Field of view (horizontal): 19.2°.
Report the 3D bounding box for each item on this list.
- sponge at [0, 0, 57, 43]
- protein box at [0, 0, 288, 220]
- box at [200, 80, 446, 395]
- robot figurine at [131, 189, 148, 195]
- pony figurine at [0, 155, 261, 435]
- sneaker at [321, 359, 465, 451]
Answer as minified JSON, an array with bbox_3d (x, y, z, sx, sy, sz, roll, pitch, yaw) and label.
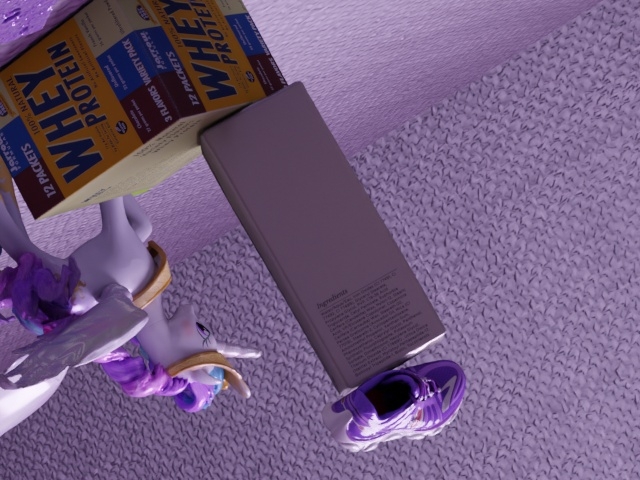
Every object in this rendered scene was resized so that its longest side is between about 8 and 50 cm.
[{"bbox_3d":[-0.298,-0.161,1.452,0.210,0.031,0.117,-27,175,-27],"label":"sponge"},{"bbox_3d":[-0.177,-0.137,1.777,0.200,0.136,0.201,-32,175,31],"label":"protein box"},{"bbox_3d":[0.000,0.000,1.758,0.113,0.275,0.094,-28,173,-7],"label":"box"},{"bbox_3d":[-0.248,-0.086,2.355,0.115,0.067,0.101,-21,144,-57],"label":"robot figurine"},{"bbox_3d":[-0.263,0.058,1.991,0.351,0.363,0.303,-25,175,-37],"label":"pony figurine"},{"bbox_3d":[0.080,0.143,1.698,0.170,0.068,0.071,-18,160,-47],"label":"sneaker"}]
